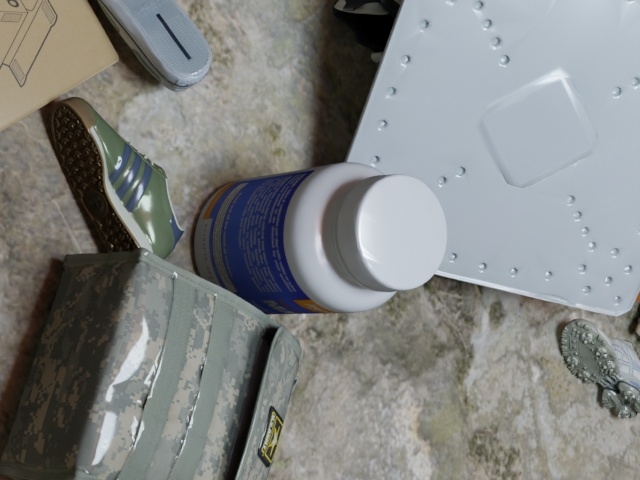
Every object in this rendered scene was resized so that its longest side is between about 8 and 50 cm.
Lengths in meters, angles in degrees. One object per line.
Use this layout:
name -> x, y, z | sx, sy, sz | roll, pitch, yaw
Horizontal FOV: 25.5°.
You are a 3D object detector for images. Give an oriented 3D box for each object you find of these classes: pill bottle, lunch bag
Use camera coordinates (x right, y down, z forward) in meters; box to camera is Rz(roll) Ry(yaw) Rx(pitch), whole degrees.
pill bottle -> 0.000, 0.000, 1.443 | 0.152, 0.272, 0.152 | 2, 86, -35
lunch bag -> -0.139, 0.170, 1.403 | 0.287, 0.169, 0.235 | 31, 66, -39

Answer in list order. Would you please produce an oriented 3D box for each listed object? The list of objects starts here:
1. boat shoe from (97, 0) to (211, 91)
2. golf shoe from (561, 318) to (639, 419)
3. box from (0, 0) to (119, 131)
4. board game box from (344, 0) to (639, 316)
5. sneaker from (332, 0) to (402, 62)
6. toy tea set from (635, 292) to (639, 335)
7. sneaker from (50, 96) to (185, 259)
boat shoe -> -0.196, -0.247, 1.440 | 0.083, 0.076, 0.226 | -28, 88, -26
golf shoe -> 0.375, 0.152, 1.851 | 0.176, 0.069, 0.086 | 51, 41, -26
box -> -0.315, -0.202, 1.381 | 0.201, 0.021, 0.164 | -38, 109, -31
board game box -> 0.237, -0.129, 1.570 | 0.390, 0.050, 0.390 | 14, 114, -14
sneaker -> 0.078, -0.310, 1.628 | 0.153, 0.094, 0.235 | -19, 109, -44
toy tea set -> 0.415, -0.006, 1.871 | 0.336, 0.124, 0.200 | 36, 97, -32
sneaker -> -0.201, -0.064, 1.437 | 0.086, 0.064, 0.192 | -35, 105, -46
